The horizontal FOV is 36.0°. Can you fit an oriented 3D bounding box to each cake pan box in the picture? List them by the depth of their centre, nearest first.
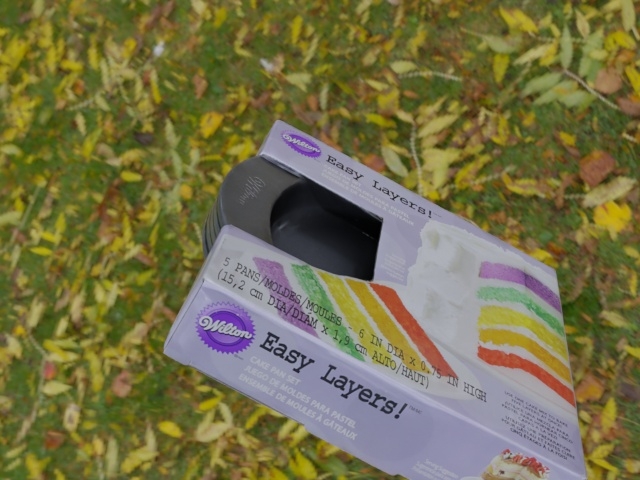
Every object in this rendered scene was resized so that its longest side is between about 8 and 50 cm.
[{"bbox_3d":[0.042,0.042,0.664,0.266,0.246,0.070,29,117,-6],"label":"cake pan box"}]
